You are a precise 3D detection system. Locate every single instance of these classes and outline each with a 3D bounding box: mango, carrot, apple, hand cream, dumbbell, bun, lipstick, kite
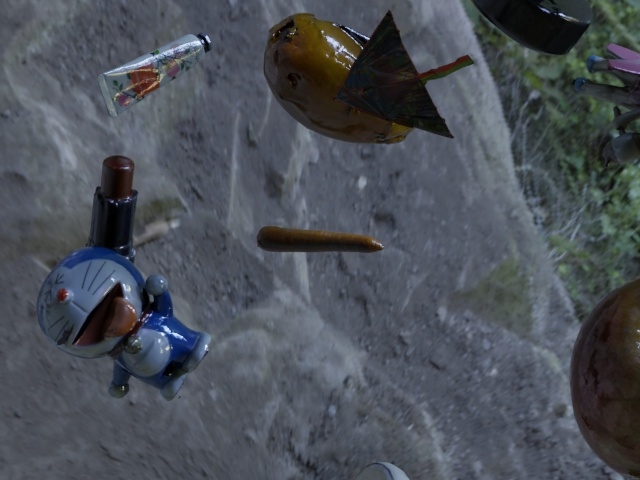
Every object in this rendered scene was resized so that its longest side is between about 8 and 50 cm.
[{"bbox_3d":[0.032,-0.211,1.512,0.248,0.156,0.151,23,111,-27],"label":"mango"},{"bbox_3d":[0.000,0.000,1.565,0.190,0.037,0.037,2,73,19],"label":"carrot"},{"bbox_3d":[0.487,0.197,1.537,0.301,0.301,0.301,1,74,-2],"label":"apple"},{"bbox_3d":[-0.281,-0.294,1.911,0.050,0.080,0.234,16,42,42],"label":"hand cream"},{"bbox_3d":[0.282,-0.337,1.266,0.152,0.218,0.152,24,33,-17],"label":"dumbbell"},{"bbox_3d":[0.112,0.438,1.834,0.094,0.138,0.138,22,72,-28],"label":"bun"},{"bbox_3d":[-0.327,0.007,1.740,0.081,0.300,0.081,8,30,-5],"label":"lipstick"},{"bbox_3d":[0.085,-0.165,1.158,0.159,0.190,0.010,-8,50,24],"label":"kite"}]

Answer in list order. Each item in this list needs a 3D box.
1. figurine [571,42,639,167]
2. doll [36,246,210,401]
[{"bbox_3d":[0.469,-0.200,1.622,0.260,0.103,0.205,30,79,44],"label":"figurine"},{"bbox_3d":[-0.290,0.127,1.622,0.257,0.161,0.215,33,106,-7],"label":"doll"}]
